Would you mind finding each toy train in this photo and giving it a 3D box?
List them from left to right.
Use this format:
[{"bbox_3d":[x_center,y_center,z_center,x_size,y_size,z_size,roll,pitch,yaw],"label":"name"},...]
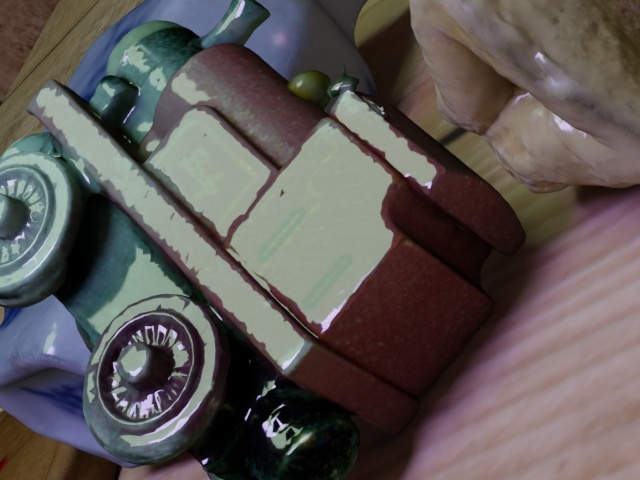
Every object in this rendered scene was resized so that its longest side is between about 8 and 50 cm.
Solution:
[{"bbox_3d":[-0.055,-0.004,0.911,0.221,0.150,0.304,-51,53,4],"label":"toy train"}]

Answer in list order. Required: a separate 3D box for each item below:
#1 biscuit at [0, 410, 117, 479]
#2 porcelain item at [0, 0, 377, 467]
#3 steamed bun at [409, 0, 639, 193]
[{"bbox_3d":[-0.279,0.268,1.311,0.381,0.074,0.359,-49,17,11],"label":"biscuit"},{"bbox_3d":[-0.085,-0.056,1.180,0.242,0.178,0.405,-25,41,56],"label":"porcelain item"},{"bbox_3d":[0.114,-0.093,0.804,0.141,0.172,0.155,-53,-3,-24],"label":"steamed bun"}]
